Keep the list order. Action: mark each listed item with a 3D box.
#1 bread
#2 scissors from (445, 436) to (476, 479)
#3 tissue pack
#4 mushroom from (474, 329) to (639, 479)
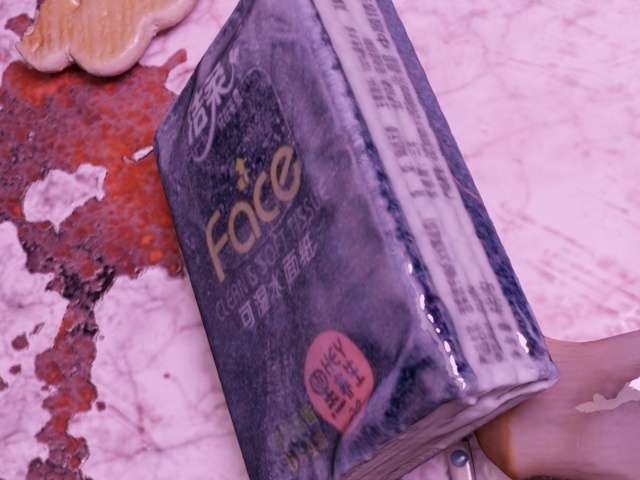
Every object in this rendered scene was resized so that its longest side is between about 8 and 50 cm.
[{"bbox_3d":[-0.175,-0.258,0.863,0.182,0.039,0.250,3,71,18],"label":"bread"},{"bbox_3d":[0.093,0.150,0.636,0.058,0.014,0.119,-16,70,11],"label":"scissors"},{"bbox_3d":[0.000,0.000,0.624,0.228,0.103,0.315,-46,54,43],"label":"tissue pack"},{"bbox_3d":[0.244,0.108,0.545,0.329,0.122,0.159,1,60,19],"label":"mushroom"}]
